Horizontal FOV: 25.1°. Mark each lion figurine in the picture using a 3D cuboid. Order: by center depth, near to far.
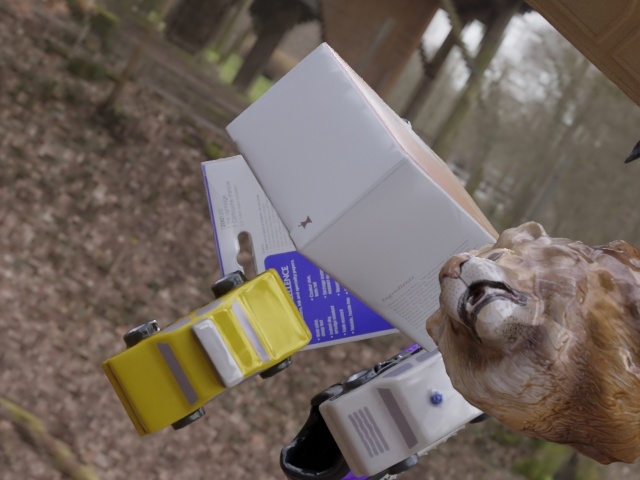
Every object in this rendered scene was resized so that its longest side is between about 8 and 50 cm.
[{"bbox_3d":[0.258,0.010,0.767,0.142,0.392,0.240,63,-2,-34],"label":"lion figurine"}]

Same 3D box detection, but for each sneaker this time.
[{"bbox_3d":[0.070,0.191,1.644,0.146,0.293,0.102,35,13,-48],"label":"sneaker"}]

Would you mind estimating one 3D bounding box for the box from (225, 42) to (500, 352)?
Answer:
[{"bbox_3d":[0.038,-0.026,0.958,0.170,0.091,0.130,39,15,-48],"label":"box"}]

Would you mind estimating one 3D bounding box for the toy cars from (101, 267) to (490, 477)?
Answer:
[{"bbox_3d":[0.002,0.124,1.322,0.394,0.176,0.087,12,-4,-11],"label":"toy cars"}]

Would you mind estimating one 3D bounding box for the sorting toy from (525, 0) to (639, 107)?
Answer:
[{"bbox_3d":[0.286,-0.212,1.032,0.229,0.041,0.307,46,-37,-1],"label":"sorting toy"}]

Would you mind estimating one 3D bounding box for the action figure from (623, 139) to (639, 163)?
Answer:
[{"bbox_3d":[0.416,-0.076,1.446,0.275,0.164,0.141,50,9,9],"label":"action figure"}]

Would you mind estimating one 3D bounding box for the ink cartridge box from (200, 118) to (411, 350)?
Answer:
[{"bbox_3d":[0.000,0.000,1.408,0.208,0.206,0.045,-11,12,-8],"label":"ink cartridge box"}]
